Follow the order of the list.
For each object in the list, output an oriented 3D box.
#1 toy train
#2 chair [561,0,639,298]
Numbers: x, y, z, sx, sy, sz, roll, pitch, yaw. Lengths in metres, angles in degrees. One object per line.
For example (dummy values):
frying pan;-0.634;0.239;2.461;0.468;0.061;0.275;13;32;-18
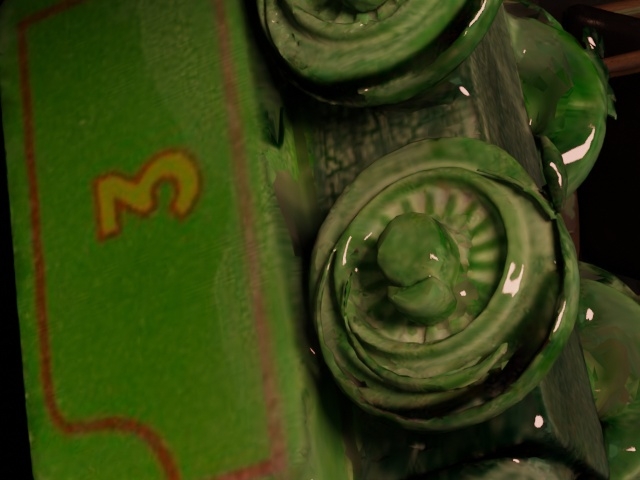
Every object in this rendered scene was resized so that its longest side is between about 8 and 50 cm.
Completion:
toy train;0.000;0.000;0.573;0.132;0.188;0.243;37;36;-55
chair;0.205;-0.054;1.113;0.272;0.166;0.188;-13;107;-21
